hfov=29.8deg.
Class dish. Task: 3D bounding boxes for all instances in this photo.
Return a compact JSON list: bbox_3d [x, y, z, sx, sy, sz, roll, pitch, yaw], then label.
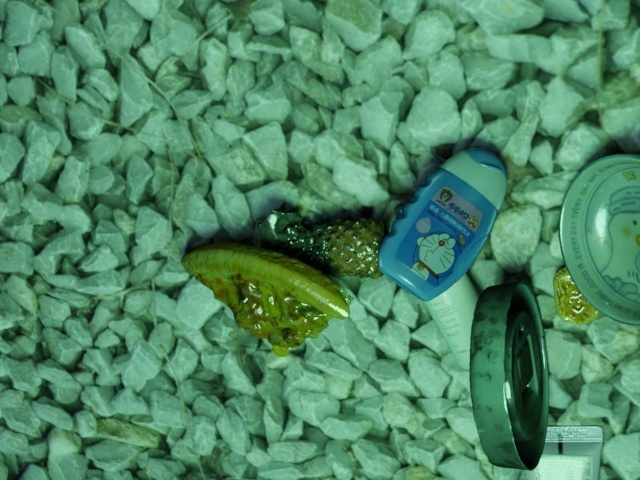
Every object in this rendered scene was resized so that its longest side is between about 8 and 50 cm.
[{"bbox_3d":[0.527,-0.011,1.910,0.273,0.133,0.273,20,116,48],"label":"dish"}]

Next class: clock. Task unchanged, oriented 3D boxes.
[{"bbox_3d":[0.314,0.222,1.968,0.061,0.312,0.313,-4,112,23],"label":"clock"}]

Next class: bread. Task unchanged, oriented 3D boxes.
[{"bbox_3d":[0.437,0.091,2.028,0.083,0.044,0.111,-7,113,12],"label":"bread"}]

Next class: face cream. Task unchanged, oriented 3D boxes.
[{"bbox_3d":[0.438,0.467,2.176,0.154,0.096,0.274,-1,100,16],"label":"face cream"},{"bbox_3d":[0.207,0.071,2.046,0.092,0.092,0.311,-24,107,22],"label":"face cream"},{"bbox_3d":[0.208,-0.033,1.950,0.149,0.083,0.264,36,85,-15],"label":"face cream"}]

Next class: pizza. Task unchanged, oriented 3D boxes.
[{"bbox_3d":[-0.098,0.076,2.064,0.268,0.087,0.258,41,145,-5],"label":"pizza"}]

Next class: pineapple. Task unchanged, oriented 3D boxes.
[{"bbox_3d":[0.000,0.000,2.061,0.237,0.111,0.119,6,86,16],"label":"pineapple"}]
